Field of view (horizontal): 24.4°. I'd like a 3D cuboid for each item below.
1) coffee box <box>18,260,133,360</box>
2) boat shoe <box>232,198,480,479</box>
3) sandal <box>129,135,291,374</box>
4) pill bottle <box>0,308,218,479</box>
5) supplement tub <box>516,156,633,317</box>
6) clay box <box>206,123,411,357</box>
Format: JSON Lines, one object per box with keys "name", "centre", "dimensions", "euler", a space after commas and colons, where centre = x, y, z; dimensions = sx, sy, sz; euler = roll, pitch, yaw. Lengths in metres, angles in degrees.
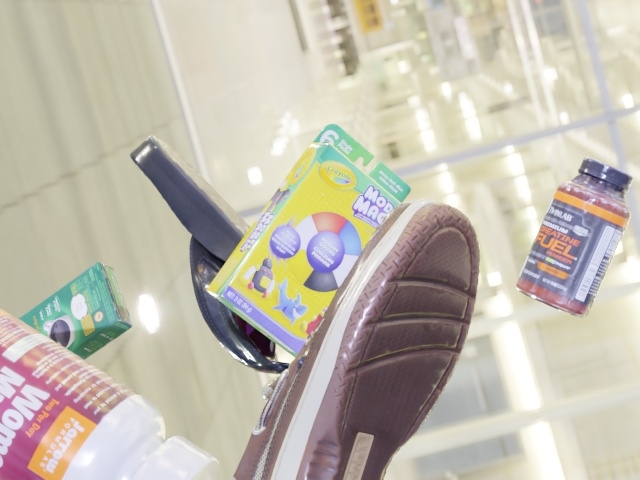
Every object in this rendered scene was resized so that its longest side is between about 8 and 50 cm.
{"name": "coffee box", "centre": [-0.369, 0.125, 2.181], "dimensions": [0.040, 0.184, 0.113], "euler": [32, 28, -53]}
{"name": "boat shoe", "centre": [0.003, 0.090, 0.856], "dimensions": [0.095, 0.095, 0.257], "euler": [30, 82, -42]}
{"name": "sandal", "centre": [-0.095, 0.054, 1.715], "dimensions": [0.446, 0.107, 0.167], "euler": [47, 4, 34]}
{"name": "pill bottle", "centre": [-0.193, 0.148, 1.093], "dimensions": [0.121, 0.221, 0.121], "euler": [-54, 165, -23]}
{"name": "supplement tub", "centre": [0.338, -0.006, 1.934], "dimensions": [0.106, 0.106, 0.198], "euler": [-22, 134, -86]}
{"name": "clay box", "centre": [0.000, 0.000, 1.516], "dimensions": [0.127, 0.222, 0.053], "euler": [38, -10, -21]}
